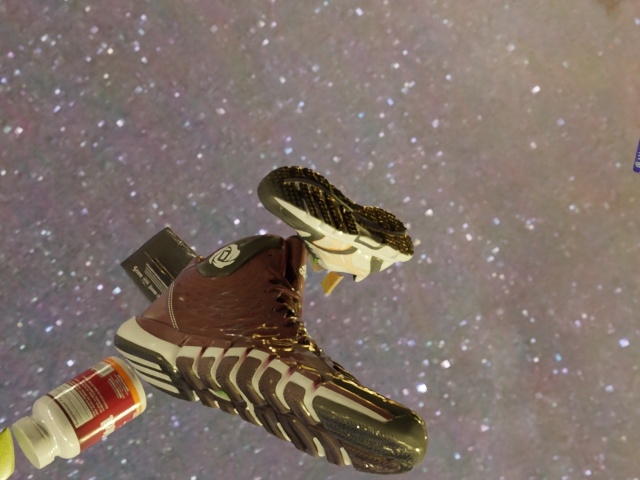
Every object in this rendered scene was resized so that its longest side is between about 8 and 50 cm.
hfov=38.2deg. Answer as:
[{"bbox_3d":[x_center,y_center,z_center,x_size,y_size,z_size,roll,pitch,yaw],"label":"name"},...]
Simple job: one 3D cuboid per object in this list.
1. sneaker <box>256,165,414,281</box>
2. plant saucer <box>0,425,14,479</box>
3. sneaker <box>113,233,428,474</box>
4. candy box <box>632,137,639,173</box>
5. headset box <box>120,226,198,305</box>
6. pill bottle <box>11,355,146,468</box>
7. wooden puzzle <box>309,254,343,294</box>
[{"bbox_3d":[0.004,-0.004,0.499,0.109,0.044,0.040,28,-142,-40],"label":"sneaker"},{"bbox_3d":[-0.440,0.318,1.111,0.045,0.188,0.188,45,-120,-4],"label":"plant saucer"},{"bbox_3d":[-0.020,0.068,0.742,0.162,0.281,0.106,-58,-31,-28],"label":"sneaker"},{"bbox_3d":[0.388,-0.144,0.652,0.122,0.317,0.268,5,-79,-21],"label":"candy box"},{"bbox_3d":[-0.194,0.125,1.527,0.218,0.110,0.293,39,164,49],"label":"headset box"},{"bbox_3d":[-0.303,0.217,1.162,0.152,0.086,0.086,-31,-92,-32],"label":"pill bottle"},{"bbox_3d":[0.000,0.000,1.076,0.014,0.078,0.116,-12,-104,-28],"label":"wooden puzzle"}]
